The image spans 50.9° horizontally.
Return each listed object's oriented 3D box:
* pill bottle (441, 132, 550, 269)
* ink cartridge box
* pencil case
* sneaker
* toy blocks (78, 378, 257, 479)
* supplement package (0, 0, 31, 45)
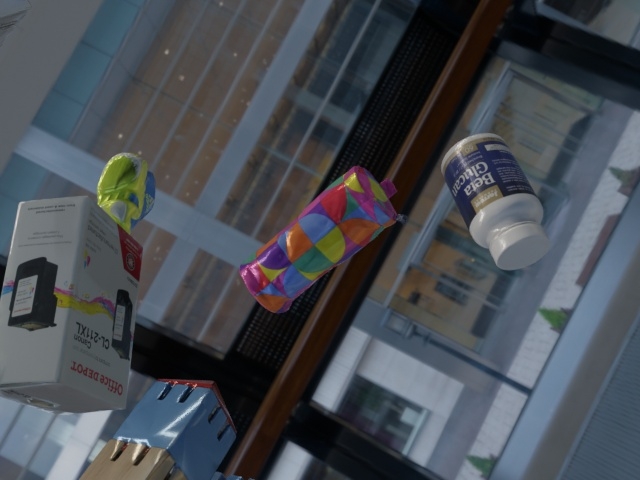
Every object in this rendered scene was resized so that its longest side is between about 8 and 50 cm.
[{"bbox_3d":[0.226,-0.049,0.863,0.094,0.094,0.169,117,145,-45],"label":"pill bottle"},{"bbox_3d":[-0.232,0.065,0.633,0.127,0.073,0.175,67,-160,-64],"label":"ink cartridge box"},{"bbox_3d":[0.000,0.000,0.918,0.236,0.104,0.104,-38,8,18],"label":"pencil case"},{"bbox_3d":[-0.341,-0.026,1.140,0.240,0.091,0.126,-63,-14,-1],"label":"sneaker"},{"bbox_3d":[-0.108,0.271,0.441,0.261,0.191,0.381,-56,-45,-45],"label":"toy blocks"},{"bbox_3d":[-0.554,-0.376,0.876,0.145,0.261,0.204,-15,16,48],"label":"supplement package"}]
